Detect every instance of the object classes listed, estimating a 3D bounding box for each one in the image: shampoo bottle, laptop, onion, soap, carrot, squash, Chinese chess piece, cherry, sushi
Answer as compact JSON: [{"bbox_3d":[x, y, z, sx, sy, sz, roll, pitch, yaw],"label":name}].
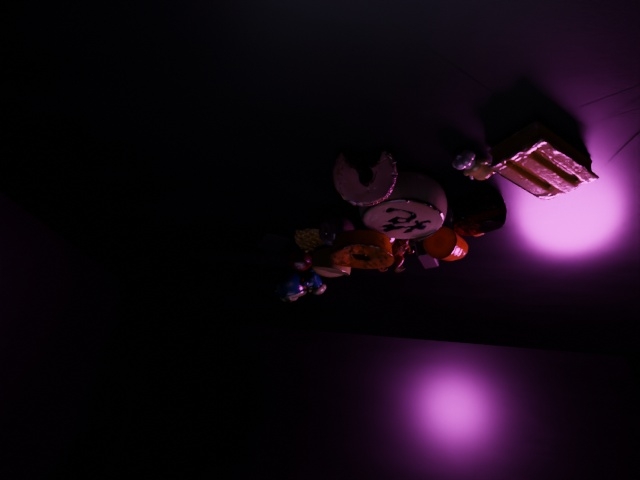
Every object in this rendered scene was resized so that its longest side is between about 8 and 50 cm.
[{"bbox_3d":[0.535,0.076,2.066,0.079,0.080,0.246,-12,156,20],"label":"shampoo bottle"},{"bbox_3d":[-0.255,0.008,2.219,0.135,0.016,0.197,16,153,-20],"label":"laptop"},{"bbox_3d":[-0.111,0.108,2.269,0.131,0.131,0.131,5,153,3],"label":"onion"},{"bbox_3d":[0.743,-0.256,1.387,0.315,0.091,0.199,19,151,-25],"label":"soap"},{"bbox_3d":[0.609,0.022,1.934,0.225,0.159,0.159,12,156,-43],"label":"carrot"},{"bbox_3d":[0.055,0.137,2.127,0.220,0.133,0.220,4,147,2],"label":"squash"},{"bbox_3d":[0.329,-0.130,1.667,0.349,0.146,0.349,6,154,3],"label":"Chinese chess piece"},{"bbox_3d":[0.081,-0.049,1.896,0.176,0.140,0.176,-13,168,-3],"label":"cherry"},{"bbox_3d":[0.643,-0.104,1.678,0.136,0.126,0.225,23,155,-32],"label":"sushi"}]

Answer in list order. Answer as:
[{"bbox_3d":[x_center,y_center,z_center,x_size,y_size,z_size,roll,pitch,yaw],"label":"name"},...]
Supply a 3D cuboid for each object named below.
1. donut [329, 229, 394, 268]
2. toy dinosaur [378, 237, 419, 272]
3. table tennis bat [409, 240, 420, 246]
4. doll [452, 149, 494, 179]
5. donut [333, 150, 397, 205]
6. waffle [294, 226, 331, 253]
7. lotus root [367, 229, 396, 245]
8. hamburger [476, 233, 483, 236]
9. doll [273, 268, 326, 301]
[{"bbox_3d":[0.177,0.037,1.771,0.278,0.108,0.277,3,158,1],"label":"donut"},{"bbox_3d":[0.342,0.082,2.002,0.097,0.208,0.432,34,140,-11],"label":"toy dinosaur"},{"bbox_3d":[0.385,0.037,2.117,0.274,0.021,0.154,-16,141,39],"label":"table tennis bat"},{"bbox_3d":[0.538,-0.263,1.450,0.162,0.062,0.106,20,146,-25],"label":"doll"},{"bbox_3d":[0.164,-0.225,1.506,0.233,0.199,0.085,2,-167,13],"label":"donut"},{"bbox_3d":[0.000,-0.002,2.094,0.261,0.056,0.250,5,152,9],"label":"waffle"},{"bbox_3d":[0.276,-0.009,1.938,0.145,0.128,0.260,5,153,-24],"label":"lotus root"},{"bbox_3d":[0.694,-0.048,1.854,0.083,0.044,0.076,20,149,-20],"label":"hamburger"},{"bbox_3d":[-0.136,0.270,2.525,0.322,0.186,0.198,-15,-179,5],"label":"doll"}]
